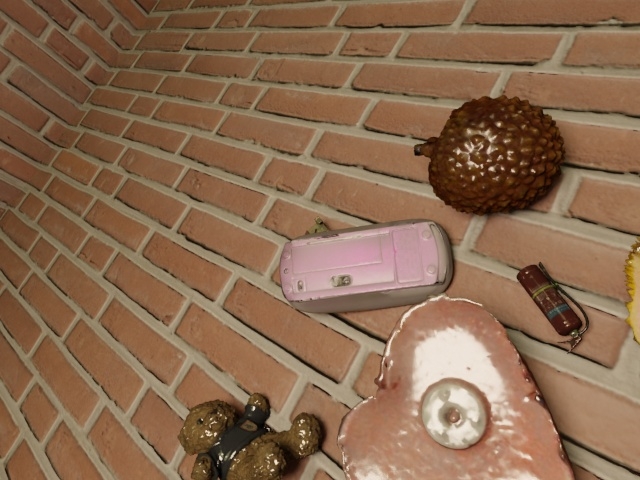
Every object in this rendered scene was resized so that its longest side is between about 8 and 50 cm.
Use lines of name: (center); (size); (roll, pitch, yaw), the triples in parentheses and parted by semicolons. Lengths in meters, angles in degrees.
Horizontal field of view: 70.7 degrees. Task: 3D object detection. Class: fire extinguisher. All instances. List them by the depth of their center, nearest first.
fire extinguisher: (0.343, 0.096, 0.662); (0.056, 0.039, 0.132); (-40, 50, 19)

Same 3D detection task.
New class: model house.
model house: (0.000, 0.000, 0.922); (0.058, 0.057, 0.083); (-39, 52, 2)

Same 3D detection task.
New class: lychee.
lychee: (0.270, -0.141, 0.745); (0.239, 0.200, 0.199); (15, 73, 24)

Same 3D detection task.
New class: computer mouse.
computer mouse: (0.077, 0.045, 0.817); (0.311, 0.072, 0.158); (-9, 71, 14)

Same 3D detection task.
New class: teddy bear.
teddy bear: (-0.131, 0.353, 0.765); (0.252, 0.182, 0.129); (6, 104, 33)

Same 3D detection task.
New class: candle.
candle: (0.198, 0.249, 0.615); (0.288, 0.131, 0.316); (19, 85, 31)

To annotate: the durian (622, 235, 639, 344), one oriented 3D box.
durian: (0.460, 0.086, 0.534); (0.183, 0.132, 0.165); (15, 65, 41)
